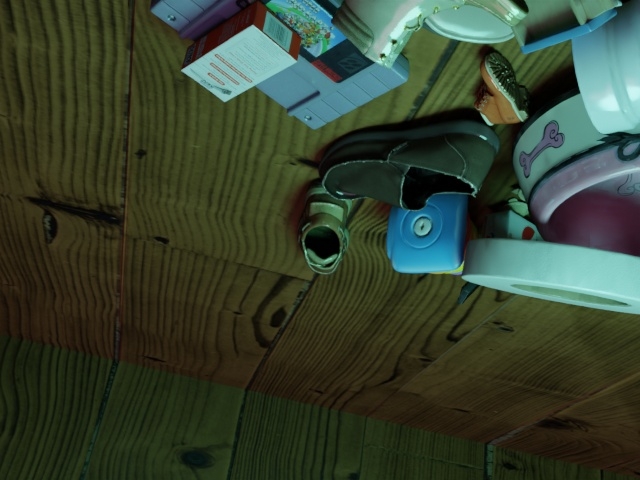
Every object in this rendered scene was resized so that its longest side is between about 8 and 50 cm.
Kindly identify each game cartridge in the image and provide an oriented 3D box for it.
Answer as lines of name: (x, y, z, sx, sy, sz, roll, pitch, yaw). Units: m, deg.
game cartridge: (-0.055, -0.314, 1.160, 0.355, 0.068, 0.230, 31, 149, -34)

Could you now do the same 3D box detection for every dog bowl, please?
dog bowl: (0.523, -0.097, 1.225, 0.407, 0.150, 0.408, 3, 154, 1)

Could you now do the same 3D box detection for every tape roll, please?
tape roll: (0.449, 0.067, 1.334, 0.391, 0.072, 0.392, 10, 174, 1)

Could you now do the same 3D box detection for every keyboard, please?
keyboard: (0.358, 0.057, 1.594, 0.023, 0.180, 0.108, 42, 159, 14)

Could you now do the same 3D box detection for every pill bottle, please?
pill bottle: (0.517, -0.258, 0.926, 0.362, 0.210, 0.210, -11, 145, 34)

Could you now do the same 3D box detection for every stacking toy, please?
stacking toy: (0.279, 0.011, 1.571, 0.165, 0.175, 0.301, -3, 163, 35)

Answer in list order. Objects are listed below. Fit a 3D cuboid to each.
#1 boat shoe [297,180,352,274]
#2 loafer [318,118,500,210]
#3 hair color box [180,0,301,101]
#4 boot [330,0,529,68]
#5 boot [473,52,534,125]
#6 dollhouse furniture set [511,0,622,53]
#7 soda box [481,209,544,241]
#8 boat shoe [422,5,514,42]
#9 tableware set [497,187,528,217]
boat shoe: (0.000, 0.000, 1.634, 0.122, 0.120, 0.324, 8, 151, 4)
loafer: (0.138, -0.122, 1.352, 0.365, 0.130, 0.134, -10, 146, 40)
hair color box: (-0.120, -0.280, 1.129, 0.167, 0.053, 0.093, -19, 141, 39)
boot: (0.131, -0.283, 0.935, 0.213, 0.077, 0.165, 34, 119, 5)
boot: (0.276, -0.235, 1.201, 0.084, 0.059, 0.158, -6, 149, 34)
dollhouse furniture set: (0.306, -0.410, 0.863, 0.286, 0.198, 0.303, 58, 165, -10)
soda box: (0.423, 0.012, 1.547, 0.216, 0.074, 0.069, 25, 157, -36)
boat shoe: (0.116, -0.356, 1.019, 0.335, 0.095, 0.112, 12, 117, -12)
tableware set: (0.443, -0.067, 1.483, 0.168, 0.020, 0.141, 15, 151, -12)
